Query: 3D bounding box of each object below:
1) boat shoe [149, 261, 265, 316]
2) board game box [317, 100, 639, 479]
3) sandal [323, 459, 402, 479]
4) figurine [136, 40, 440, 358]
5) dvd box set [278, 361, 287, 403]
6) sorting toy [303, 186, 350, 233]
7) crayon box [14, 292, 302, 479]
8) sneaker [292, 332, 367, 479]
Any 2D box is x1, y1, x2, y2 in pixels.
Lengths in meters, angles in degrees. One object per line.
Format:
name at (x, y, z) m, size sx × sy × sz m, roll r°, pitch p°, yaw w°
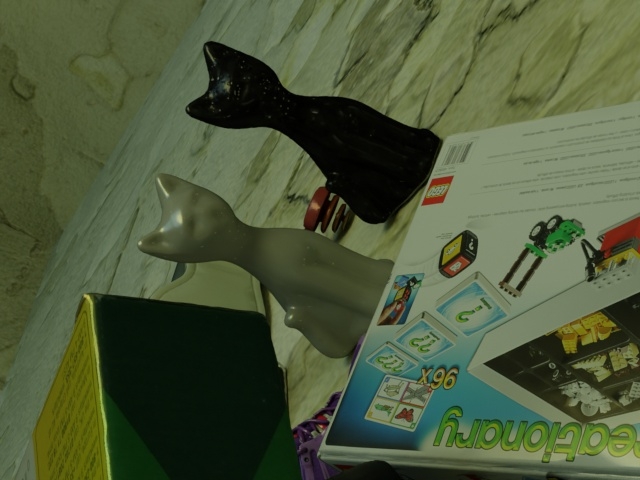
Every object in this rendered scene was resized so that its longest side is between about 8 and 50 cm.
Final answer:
boat shoe at (-0.121, 0.086, 1.517) m, size 0.319 × 0.116 × 0.099 m, roll -82°, pitch 10°, yaw -63°
board game box at (0.142, 0.025, 0.648) m, size 0.305 × 0.053 × 0.193 m, roll -6°, pitch 54°, yaw 51°
sandal at (0.010, 0.179, 0.707) m, size 0.097 × 0.054 × 0.254 m, roll -29°, pitch -30°, yaw -15°
figurine at (-0.031, -0.038, 1.212) m, size 0.092 × 0.209 × 0.215 m, roll -39°, pitch 30°, yaw 58°
dvd box set at (-0.153, 0.332, 1.301) m, size 0.420 × 0.062 × 0.307 m, roll -57°, pitch 16°, yaw 22°
sorting toy at (0.000, 0.000, 1.390) m, size 0.061 × 0.042 × 0.102 m, roll -60°, pitch -9°, yaw -62°
crayon box at (-0.062, 0.204, 0.542) m, size 0.318 × 0.081 × 0.202 m, roll -103°, pitch 30°, yaw -43°
sneaker at (0.011, 0.139, 1.053) m, size 0.170 × 0.071 × 0.068 m, roll -68°, pitch 15°, yaw -15°
